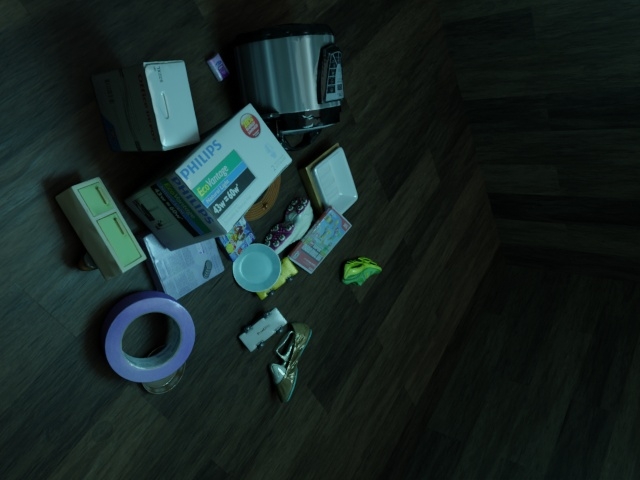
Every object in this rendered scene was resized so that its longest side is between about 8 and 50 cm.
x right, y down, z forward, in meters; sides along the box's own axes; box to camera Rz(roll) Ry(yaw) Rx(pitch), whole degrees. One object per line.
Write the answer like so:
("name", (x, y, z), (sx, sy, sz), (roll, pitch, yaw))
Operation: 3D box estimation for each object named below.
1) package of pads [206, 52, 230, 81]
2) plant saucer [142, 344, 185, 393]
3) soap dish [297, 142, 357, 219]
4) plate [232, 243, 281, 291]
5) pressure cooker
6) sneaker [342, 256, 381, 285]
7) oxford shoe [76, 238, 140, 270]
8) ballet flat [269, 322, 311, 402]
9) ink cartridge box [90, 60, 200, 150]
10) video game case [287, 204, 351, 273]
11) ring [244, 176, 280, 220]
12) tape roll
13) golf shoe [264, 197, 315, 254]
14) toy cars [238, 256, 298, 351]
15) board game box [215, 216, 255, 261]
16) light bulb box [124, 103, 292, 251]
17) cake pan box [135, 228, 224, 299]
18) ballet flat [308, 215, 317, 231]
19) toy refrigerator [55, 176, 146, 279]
("package of pads", (-0.359, -0.605, 1.736), (0.050, 0.031, 0.083), (-51, 130, -27))
("plant saucer", (-0.543, 0.438, 1.701), (0.168, 0.029, 0.169), (-8, 101, -47))
("soap dish", (0.034, -0.247, 2.176), (0.229, 0.118, 0.291), (-44, 127, -35))
("plate", (-0.248, 0.106, 1.930), (0.188, 0.024, 0.188), (0, 91, -14))
("pressure cooker", (-0.107, -0.537, 1.789), (0.369, 0.375, 0.421), (-11, 107, -18))
("sneaker", (0.195, 0.155, 2.457), (0.295, 0.109, 0.124), (-3, 124, -52))
("oxford shoe", (-0.641, 0.039, 1.502), (0.212, 0.076, 0.076), (-27, 92, -59))
("ballet flat", (-0.146, 0.508, 2.117), (0.124, 0.116, 0.343), (27, 74, -26))
("ink cartridge box", (-0.497, -0.375, 1.407), (0.129, 0.307, 0.223), (-26, 115, -43))
("video game case", (0.000, 0.000, 2.139), (0.285, 0.025, 0.204), (-50, 146, 0))
("ring", (-0.270, -0.242, 1.898), (0.336, 0.032, 0.337), (-11, 105, -48))
("tape roll", (-0.545, 0.303, 1.576), (0.274, 0.090, 0.275), (-8, 104, -32))
("golf shoe", (-0.115, -0.033, 2.051), (0.306, 0.115, 0.140), (-54, 135, -26))
("toy cars", (-0.212, 0.251, 1.998), (0.176, 0.087, 0.394), (13, 87, -13))
("board game box", (-0.327, -0.035, 1.834), (0.136, 0.035, 0.201), (-51, 141, -28))
("light bulb box", (-0.343, -0.184, 1.524), (0.225, 0.360, 0.358), (52, 53, -22))
("cake pan box", (-0.472, 0.043, 1.689), (0.245, 0.070, 0.267), (-37, 123, -41))
("ballet flat", (-0.052, -0.058, 2.177), (0.114, 0.041, 0.041), (-55, 132, -27))
("toy refrigerator", (-0.619, -0.035, 1.413), (0.270, 0.094, 0.102), (63, 31, -10))
